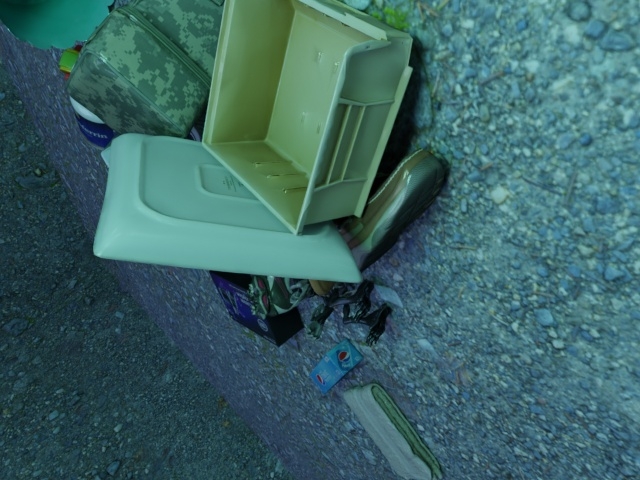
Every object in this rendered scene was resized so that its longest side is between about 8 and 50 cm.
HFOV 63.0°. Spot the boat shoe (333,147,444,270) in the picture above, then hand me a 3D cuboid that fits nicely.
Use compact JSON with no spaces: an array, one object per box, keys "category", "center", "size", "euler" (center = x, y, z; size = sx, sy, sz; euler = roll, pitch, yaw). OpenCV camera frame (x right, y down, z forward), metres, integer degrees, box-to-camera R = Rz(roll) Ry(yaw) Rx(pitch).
[{"category":"boat shoe","center":[0.077,-0.047,0.816],"size":[0.116,0.123,0.324],"euler":[52,150,11]}]

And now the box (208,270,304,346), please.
[{"category":"box","center":[-0.183,0.163,1.469],"size":[0.261,0.103,0.184],"euler":[16,136,50]}]

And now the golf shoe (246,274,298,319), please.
[{"category":"golf shoe","center":[-0.137,0.054,1.286],"size":[0.105,0.120,0.273],"euler":[131,125,-68]}]

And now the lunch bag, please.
[{"category":"lunch bag","center":[-0.275,-0.320,0.923],"size":[0.212,0.256,0.305],"euler":[37,162,-26]}]

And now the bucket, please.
[{"category":"bucket","center":[-0.636,-0.598,1.178],"size":[0.183,0.281,0.281],"euler":[47,151,23]}]

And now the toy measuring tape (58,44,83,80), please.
[{"category":"toy measuring tape","center":[-0.657,-0.488,1.452],"size":[0.330,0.121,0.121],"euler":[21,138,57]}]

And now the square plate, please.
[{"category":"square plate","center":[-0.136,-0.068,0.775],"size":[0.347,0.344,0.049],"euler":[-115,38,-53]}]

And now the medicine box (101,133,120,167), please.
[{"category":"medicine box","center":[-0.389,-0.144,1.298],"size":[0.289,0.149,0.263],"euler":[64,174,-24]}]

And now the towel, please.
[{"category":"towel","center":[0.174,0.487,1.319],"size":[0.282,0.049,0.187],"euler":[53,152,4]}]

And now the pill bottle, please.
[{"category":"pill bottle","center":[-0.554,-0.349,1.343],"size":[0.153,0.153,0.264],"euler":[54,158,3]}]

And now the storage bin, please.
[{"category":"storage bin","center":[-0.032,-0.193,0.720],"size":[0.262,0.123,0.260],"euler":[43,130,36]}]

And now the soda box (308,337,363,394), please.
[{"category":"soda box","center":[0.035,0.324,1.331],"size":[0.067,0.071,0.210],"euler":[49,152,13]}]

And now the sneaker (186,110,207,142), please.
[{"category":"sneaker","center":[-0.229,-0.196,1.124],"size":[0.321,0.126,0.127],"euler":[58,150,18]}]

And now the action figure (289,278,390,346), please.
[{"category":"action figure","center":[0.003,0.123,1.095],"size":[0.275,0.141,0.164],"euler":[16,145,48]}]

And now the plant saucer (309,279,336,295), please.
[{"category":"plant saucer","center":[0.000,0.000,0.962],"size":[0.037,0.200,0.200],"euler":[-10,122,11]}]
